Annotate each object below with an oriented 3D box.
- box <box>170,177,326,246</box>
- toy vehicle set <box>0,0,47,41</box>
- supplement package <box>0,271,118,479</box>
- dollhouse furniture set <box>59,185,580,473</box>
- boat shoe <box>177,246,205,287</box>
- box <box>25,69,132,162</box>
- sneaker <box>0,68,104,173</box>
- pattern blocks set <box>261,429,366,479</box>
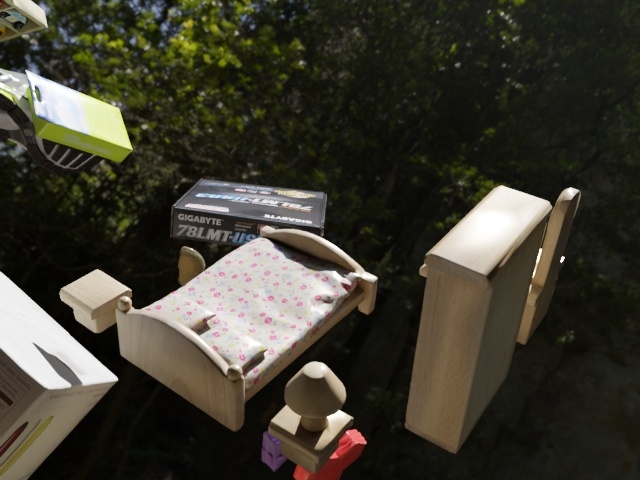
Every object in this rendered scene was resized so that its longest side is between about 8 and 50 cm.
[{"bbox_3d":[-0.137,-0.056,1.413,0.295,0.293,0.073,7,-75,0],"label":"box"},{"bbox_3d":[-0.612,-0.405,1.131,0.267,0.166,0.035,28,49,-77],"label":"toy vehicle set"},{"bbox_3d":[-0.331,0.118,0.612,0.204,0.145,0.262,42,-11,3],"label":"supplement package"},{"bbox_3d":[0.000,0.000,0.588,0.355,0.303,0.174,24,-51,28],"label":"dollhouse furniture set"},{"bbox_3d":[-0.343,0.085,1.763,0.068,0.072,0.190,24,-27,11],"label":"boat shoe"},{"bbox_3d":[-0.404,-0.200,1.109,0.178,0.042,0.109,17,41,-51],"label":"box"},{"bbox_3d":[-0.487,-0.217,1.151,0.300,0.111,0.121,37,28,-53],"label":"sneaker"},{"bbox_3d":[-0.110,0.289,0.591,0.026,0.325,0.285,43,7,32],"label":"pattern blocks set"}]
